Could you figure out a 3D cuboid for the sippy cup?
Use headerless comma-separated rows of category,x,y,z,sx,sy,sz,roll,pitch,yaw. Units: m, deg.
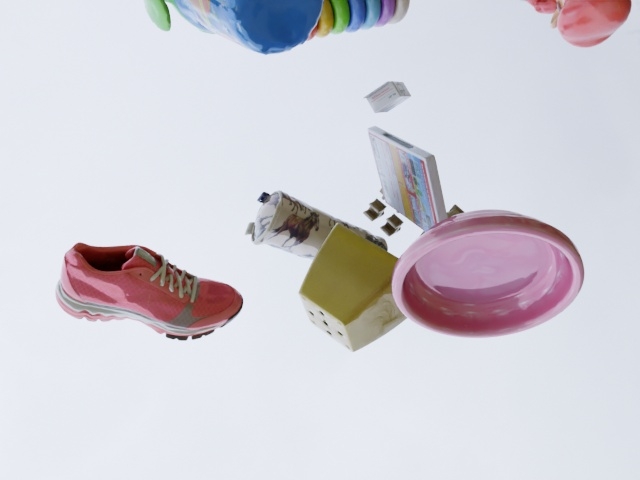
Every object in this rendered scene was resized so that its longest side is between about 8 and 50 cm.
sippy cup,-0.114,-0.420,1.000,0.224,0.305,0.240,47,-172,38

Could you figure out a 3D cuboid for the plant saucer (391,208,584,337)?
plant saucer,0.295,0.057,1.109,0.332,0.332,0.084,31,-137,-28

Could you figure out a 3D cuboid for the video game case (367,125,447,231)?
video game case,0.192,-0.129,1.359,0.025,0.285,0.204,-23,-62,-10

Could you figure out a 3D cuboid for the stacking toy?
stacking toy,0.016,-0.470,1.262,0.330,0.141,0.141,-27,-91,-18

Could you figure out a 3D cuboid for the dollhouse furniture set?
dollhouse furniture set,0.302,-0.108,1.919,0.242,0.212,0.161,44,-144,15

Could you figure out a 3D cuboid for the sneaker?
sneaker,-0.280,0.076,1.026,0.314,0.136,0.116,8,-140,-14

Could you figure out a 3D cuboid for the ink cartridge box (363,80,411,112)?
ink cartridge box,0.102,-0.219,0.938,0.028,0.048,0.083,60,-153,1

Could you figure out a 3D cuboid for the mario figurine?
mario figurine,0.443,-0.470,1.059,0.170,0.198,0.320,23,-142,-16

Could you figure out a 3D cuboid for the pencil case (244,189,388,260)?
pencil case,0.000,0.000,1.739,0.410,0.183,0.160,23,-107,-28

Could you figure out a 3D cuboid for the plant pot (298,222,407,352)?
plant pot,0.072,0.127,1.422,0.187,0.212,0.212,-46,-34,-19
